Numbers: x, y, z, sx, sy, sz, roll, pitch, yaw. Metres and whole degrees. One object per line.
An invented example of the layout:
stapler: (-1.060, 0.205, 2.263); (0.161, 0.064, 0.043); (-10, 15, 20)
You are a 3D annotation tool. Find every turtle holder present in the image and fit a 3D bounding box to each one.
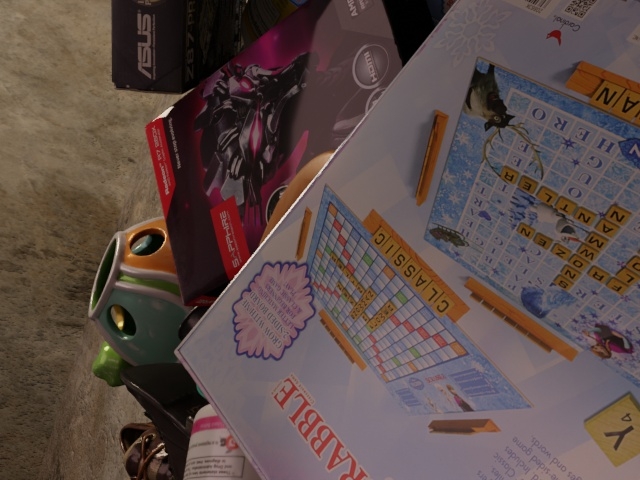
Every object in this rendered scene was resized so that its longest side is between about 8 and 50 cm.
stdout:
turtle holder: (-0.233, 0.093, 1.309); (0.320, 0.227, 0.243); (-32, 46, 58)

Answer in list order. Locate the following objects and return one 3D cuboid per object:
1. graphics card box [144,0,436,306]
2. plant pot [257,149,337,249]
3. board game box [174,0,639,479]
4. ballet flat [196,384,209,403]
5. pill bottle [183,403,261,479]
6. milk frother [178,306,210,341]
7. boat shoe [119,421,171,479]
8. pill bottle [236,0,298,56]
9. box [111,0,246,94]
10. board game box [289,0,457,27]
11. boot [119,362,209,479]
graphics card box: (-0.028, -0.095, 0.901); (0.371, 0.094, 0.233); (-26, 70, 36)
plant pot: (0.067, 0.056, 0.659); (0.291, 0.203, 0.291); (-47, 34, 47)
board game box: (0.108, 0.034, 0.405); (0.318, 0.066, 0.318); (-50, 45, 5)
ballet flat: (-0.032, 0.143, 0.952); (0.280, 0.096, 0.095); (-28, 44, 47)
pill bottle: (-0.067, 0.314, 0.840); (0.160, 0.160, 0.283); (-37, 41, 55)
milk frother: (-0.088, 0.139, 1.123); (0.135, 0.143, 0.129); (47, 164, 26)
boat shoe: (-0.234, 0.341, 1.265); (0.342, 0.123, 0.123); (22, 95, 68)
pill bottle: (0.016, -0.296, 1.063); (0.334, 0.188, 0.188); (-50, 31, 45)
box: (-0.159, -0.398, 1.040); (0.318, 0.097, 0.395); (-73, -12, -69)
board game box: (0.071, -0.268, 0.894); (0.160, 0.211, 0.039); (-51, 0, 42)
boot: (-0.176, 0.293, 1.071); (0.263, 0.091, 0.229); (25, 114, 43)
